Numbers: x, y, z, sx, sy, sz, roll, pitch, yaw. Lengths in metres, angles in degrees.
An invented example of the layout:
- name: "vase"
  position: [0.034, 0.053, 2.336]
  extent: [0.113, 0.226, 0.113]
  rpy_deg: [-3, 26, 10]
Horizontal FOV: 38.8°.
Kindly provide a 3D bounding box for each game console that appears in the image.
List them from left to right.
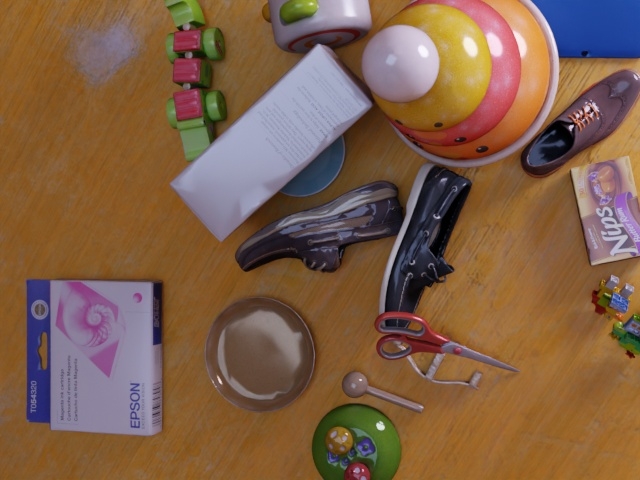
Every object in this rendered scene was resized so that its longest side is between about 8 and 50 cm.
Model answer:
- name: "game console"
  position: [0.481, -0.495, 1.714]
  extent: [0.293, 0.173, 0.250]
  rpy_deg: [4, 60, 14]

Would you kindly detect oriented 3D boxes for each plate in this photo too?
- name: "plate"
  position: [-0.040, -0.182, 1.847]
  extent: [0.188, 0.024, 0.188]
  rpy_deg: [0, 91, 14]

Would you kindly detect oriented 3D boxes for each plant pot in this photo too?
- name: "plant pot"
  position: [-0.122, 0.233, 1.864]
  extent: [0.236, 0.032, 0.237]
  rpy_deg: [0, 91, 15]

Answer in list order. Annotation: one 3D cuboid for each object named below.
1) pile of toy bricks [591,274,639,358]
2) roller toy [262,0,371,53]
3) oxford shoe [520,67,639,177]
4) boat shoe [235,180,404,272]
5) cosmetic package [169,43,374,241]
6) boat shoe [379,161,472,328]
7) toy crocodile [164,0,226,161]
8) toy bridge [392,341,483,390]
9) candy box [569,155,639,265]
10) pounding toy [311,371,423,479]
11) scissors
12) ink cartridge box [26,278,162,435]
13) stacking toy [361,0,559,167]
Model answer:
- name: "pile of toy bricks"
  position: [0.585, 0.171, 1.659]
  extent: [0.212, 0.118, 0.105]
  rpy_deg: [30, 129, 3]
- name: "roller toy"
  position: [-0.005, -0.455, 1.754]
  extent: [0.191, 0.209, 0.146]
  rpy_deg: [-9, 87, -16]
- name: "oxford shoe"
  position: [0.486, -0.215, 1.675]
  extent: [0.271, 0.098, 0.097]
  rpy_deg: [-44, 80, 10]
- name: "boat shoe"
  position: [0.000, 0.000, 1.783]
  extent: [0.355, 0.132, 0.130]
  rpy_deg: [-23, 84, 14]
- name: "cosmetic package"
  position: [-0.085, -0.189, 1.726]
  extent: [0.385, 0.217, 0.156]
  rpy_deg: [-43, 94, 13]
- name: "boat shoe"
  position: [0.207, 0.026, 1.733]
  extent: [0.113, 0.127, 0.340]
  rpy_deg: [16, 85, 25]
- name: "toy crocodile"
  position: [-0.263, -0.333, 1.861]
  extent: [0.115, 0.105, 0.341]
  rpy_deg: [-2, 90, 14]
- name: "toy bridge"
  position: [0.225, 0.245, 1.779]
  extent: [0.188, 0.026, 0.063]
  rpy_deg: [29, 99, 12]
- name: "candy box"
  position: [0.536, -0.053, 1.687]
  extent: [0.109, 0.053, 0.187]
  rpy_deg: [-12, 86, 14]
- name: "pounding toy"
  position: [0.072, 0.395, 1.775]
  extent: [0.182, 0.110, 0.237]
  rpy_deg: [27, 97, 13]
- name: "scissors"
  position: [0.245, 0.195, 1.719]
  extent: [0.297, 0.021, 0.109]
  rpy_deg: [8, 118, -1]
- name: "ink cartridge box"
  position: [-0.499, 0.245, 1.942]
  extent: [0.330, 0.071, 0.324]
  rpy_deg: [0, 90, 13]
- name: "stacking toy"
  position: [0.183, -0.289, 1.533]
  extent: [0.350, 0.480, 0.351]
  rpy_deg: [4, 99, 27]
